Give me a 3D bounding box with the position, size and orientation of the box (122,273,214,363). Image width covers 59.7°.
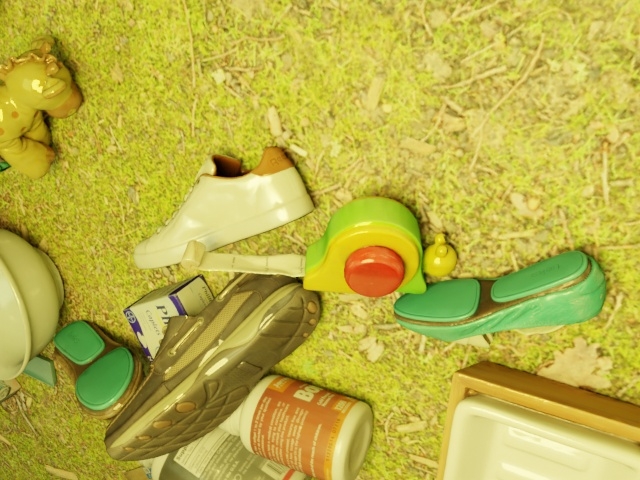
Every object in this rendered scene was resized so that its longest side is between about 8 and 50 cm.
[{"bbox_3d":[-0.230,0.138,0.908,0.137,0.072,0.126,-19,101,33],"label":"box"}]

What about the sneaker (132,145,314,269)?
[{"bbox_3d":[-0.153,-0.048,0.775,0.290,0.106,0.123,-20,98,22],"label":"sneaker"}]

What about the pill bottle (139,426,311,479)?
[{"bbox_3d":[-0.170,0.366,0.917,0.283,0.161,0.161,27,121,17],"label":"pill bottle"}]

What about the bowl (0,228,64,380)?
[{"bbox_3d":[-0.580,0.096,1.039,0.298,0.134,0.298,11,112,29],"label":"bowl"}]

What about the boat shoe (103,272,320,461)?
[{"bbox_3d":[-0.161,0.167,0.795,0.355,0.132,0.130,-40,54,-2],"label":"boat shoe"}]

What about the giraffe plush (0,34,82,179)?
[{"bbox_3d":[-0.440,-0.214,0.833,0.170,0.210,0.181,-35,88,6],"label":"giraffe plush"}]

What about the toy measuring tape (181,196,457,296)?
[{"bbox_3d":[0.000,0.000,0.658,0.330,0.121,0.121,5,116,0],"label":"toy measuring tape"}]

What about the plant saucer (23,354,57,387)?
[{"bbox_3d":[-0.652,0.263,1.227,0.192,0.018,0.067,14,117,23],"label":"plant saucer"}]

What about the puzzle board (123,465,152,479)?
[{"bbox_3d":[-0.353,0.516,1.175,0.128,0.011,0.096,-30,93,34],"label":"puzzle board"}]

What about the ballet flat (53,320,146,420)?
[{"bbox_3d":[-0.368,0.241,0.964,0.342,0.116,0.124,13,136,49],"label":"ballet flat"}]

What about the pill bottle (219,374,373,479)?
[{"bbox_3d":[-0.041,0.271,0.831,0.216,0.121,0.121,11,116,24],"label":"pill bottle"}]

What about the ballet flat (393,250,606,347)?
[{"bbox_3d":[0.202,0.084,0.645,0.247,0.083,0.087,-19,115,35],"label":"ballet flat"}]

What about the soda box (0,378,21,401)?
[{"bbox_3d":[-0.774,0.290,1.278,0.058,0.063,0.183,-39,89,35],"label":"soda box"}]

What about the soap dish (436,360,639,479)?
[{"bbox_3d":[0.262,0.298,0.677,0.229,0.118,0.291,13,116,24],"label":"soap dish"}]

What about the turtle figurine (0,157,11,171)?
[{"bbox_3d":[-0.647,-0.216,0.965,0.175,0.118,0.234,-23,103,-7],"label":"turtle figurine"}]
